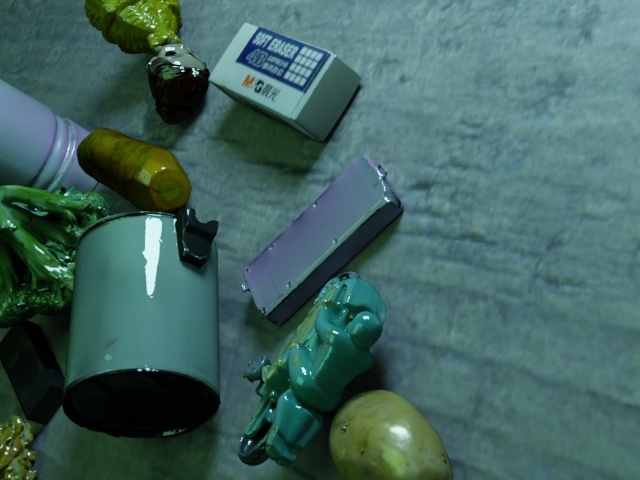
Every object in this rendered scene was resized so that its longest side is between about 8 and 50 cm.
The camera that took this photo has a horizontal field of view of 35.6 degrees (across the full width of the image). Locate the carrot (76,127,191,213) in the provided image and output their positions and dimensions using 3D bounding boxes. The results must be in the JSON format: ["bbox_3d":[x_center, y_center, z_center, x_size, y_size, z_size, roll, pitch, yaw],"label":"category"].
[{"bbox_3d":[-0.328,-0.125,1.759,0.302,0.114,0.114,27,86,52],"label":"carrot"}]

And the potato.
[{"bbox_3d":[0.075,0.241,1.135,0.178,0.109,0.119,43,120,54],"label":"potato"}]

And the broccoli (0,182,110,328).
[{"bbox_3d":[-0.493,0.009,1.732,0.294,0.245,0.265,-40,44,15],"label":"broccoli"}]

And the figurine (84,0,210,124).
[{"bbox_3d":[-0.293,-0.361,1.840,0.168,0.187,0.315,-44,51,10],"label":"figurine"}]

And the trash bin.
[{"bbox_3d":[-0.256,0.123,1.449,0.277,0.217,0.263,-35,45,35],"label":"trash bin"}]

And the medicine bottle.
[{"bbox_3d":[-0.603,-0.185,1.900,0.212,0.325,0.212,-24,52,34],"label":"medicine bottle"}]

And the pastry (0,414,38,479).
[{"bbox_3d":[-0.589,0.386,1.705,0.250,0.102,0.154,-17,57,35],"label":"pastry"}]

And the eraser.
[{"bbox_3d":[-0.063,-0.258,1.597,0.279,0.081,0.124,31,89,49],"label":"eraser"}]

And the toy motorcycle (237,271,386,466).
[{"bbox_3d":[0.003,0.151,1.230,0.296,0.109,0.198,-58,17,-26],"label":"toy motorcycle"}]

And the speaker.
[{"bbox_3d":[-0.513,0.229,1.770,0.082,0.044,0.218,-52,41,7],"label":"speaker"}]

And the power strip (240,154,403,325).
[{"bbox_3d":[0.000,0.000,1.410,0.279,0.037,0.109,-44,43,16],"label":"power strip"}]
